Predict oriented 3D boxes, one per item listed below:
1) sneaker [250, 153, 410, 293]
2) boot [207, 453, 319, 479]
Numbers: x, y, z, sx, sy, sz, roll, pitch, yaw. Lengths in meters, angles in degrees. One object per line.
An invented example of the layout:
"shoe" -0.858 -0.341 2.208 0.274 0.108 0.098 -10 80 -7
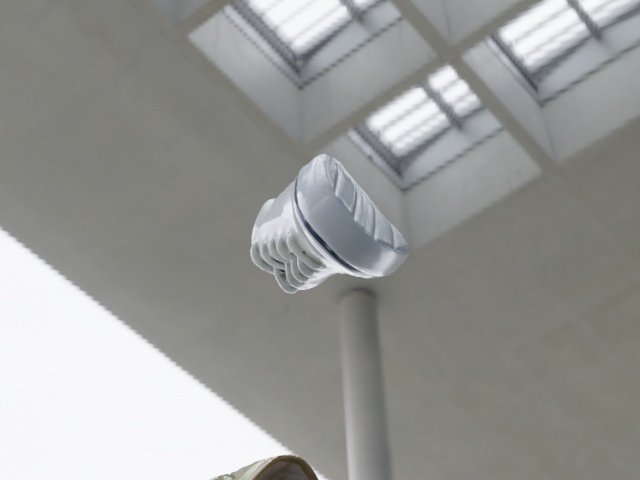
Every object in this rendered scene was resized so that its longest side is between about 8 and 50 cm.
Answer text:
"sneaker" 0.000 0.000 0.931 0.091 0.258 0.094 -41 -89 3
"boot" -0.138 0.224 0.797 0.203 0.262 0.095 -17 -74 41
